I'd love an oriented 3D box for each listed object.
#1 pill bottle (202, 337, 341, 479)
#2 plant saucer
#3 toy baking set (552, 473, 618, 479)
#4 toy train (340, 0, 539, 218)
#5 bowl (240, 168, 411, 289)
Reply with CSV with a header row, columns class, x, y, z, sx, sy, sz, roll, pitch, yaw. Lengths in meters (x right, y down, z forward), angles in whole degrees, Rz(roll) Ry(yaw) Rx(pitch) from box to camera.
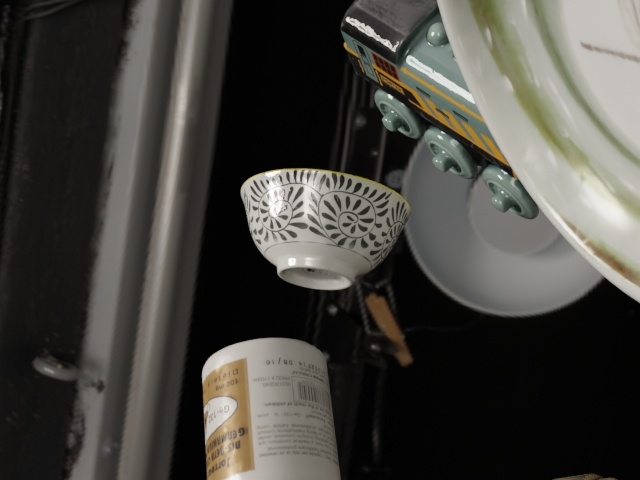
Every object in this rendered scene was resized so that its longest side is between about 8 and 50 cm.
class,x,y,z,sx,sy,sz,roll,pitch,yaw
pill bottle,-0.047,0.223,0.967,0.131,0.131,0.229,22,-132,-38
plant saucer,0.226,-0.127,0.732,0.100,0.400,0.400,-30,-62,-8
toy baking set,0.295,0.344,1.041,0.030,0.256,0.197,-2,-111,-18
toy train,0.163,-0.158,1.067,0.142,0.334,0.190,-45,-31,-7
bowl,0.000,0.000,0.954,0.170,0.170,0.080,23,-113,-38
